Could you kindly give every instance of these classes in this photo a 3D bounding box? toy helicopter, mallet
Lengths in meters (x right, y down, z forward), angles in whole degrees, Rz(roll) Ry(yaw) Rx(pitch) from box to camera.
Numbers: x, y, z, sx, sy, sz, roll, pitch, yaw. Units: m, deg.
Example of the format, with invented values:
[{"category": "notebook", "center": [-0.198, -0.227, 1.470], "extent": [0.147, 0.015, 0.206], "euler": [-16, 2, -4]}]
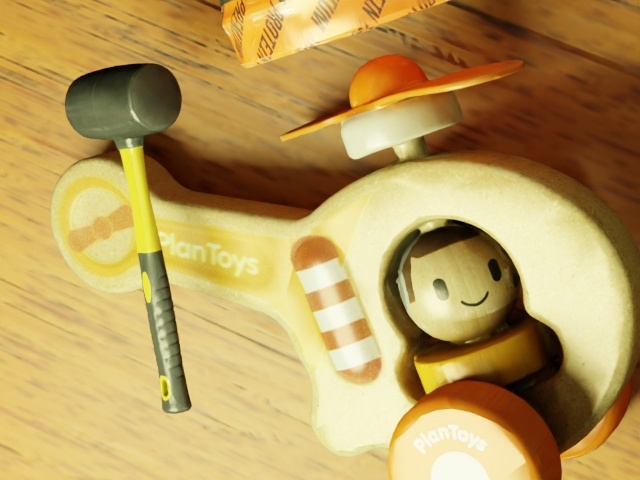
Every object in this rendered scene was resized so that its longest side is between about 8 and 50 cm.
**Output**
[{"category": "toy helicopter", "center": [0.000, 0.000, 0.758], "extent": [0.355, 0.140, 0.235], "euler": [13, 114, 27]}, {"category": "mallet", "center": [-0.086, -0.002, 0.752], "extent": [0.062, 0.039, 0.190], "euler": [-13, 92, 45]}]

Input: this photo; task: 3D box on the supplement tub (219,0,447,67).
[{"category": "supplement tub", "center": [-0.015, -0.264, 0.650], "extent": [0.207, 0.207, 0.338], "euler": [-16, 99, 21]}]
